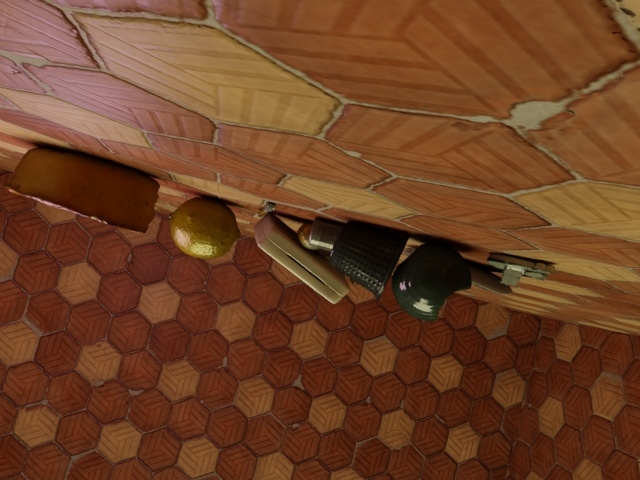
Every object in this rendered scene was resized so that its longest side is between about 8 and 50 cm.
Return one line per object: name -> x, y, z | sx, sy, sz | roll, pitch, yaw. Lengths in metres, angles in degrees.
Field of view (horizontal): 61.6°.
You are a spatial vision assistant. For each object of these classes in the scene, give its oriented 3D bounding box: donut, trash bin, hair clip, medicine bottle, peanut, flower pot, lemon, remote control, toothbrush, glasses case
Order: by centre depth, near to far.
hair clip -> 0.455, 0.070, 1.244 | 0.140, 0.054, 0.220 | 18, 174, 17
flower pot -> 0.264, 0.097, 1.292 | 0.157, 0.189, 0.243 | 49, -179, 10
trash bin -> 0.110, 0.036, 1.317 | 0.161, 0.175, 0.175 | 25, 177, 7
medicine bottle -> 0.042, -0.007, 1.440 | 0.140, 0.079, 0.079 | 14, 176, -1
toothbrush -> -0.158, -0.085, 1.518 | 0.024, 0.021, 0.288 | 27, 173, -11
donut -> -0.668, -0.152, 1.527 | 0.377, 0.163, 0.435 | 20, 176, -36
remote control -> 0.393, 0.080, 1.529 | 0.313, 0.055, 0.109 | 22, -179, -8
peanut -> 0.000, 0.000, 1.629 | 0.087, 0.087, 0.206 | 12, 174, 31
glasses case -> -0.055, 0.056, 1.647 | 0.336, 0.076, 0.144 | 40, -169, -25
lemon -> -0.362, -0.039, 1.670 | 0.231, 0.192, 0.192 | 16, 176, -2

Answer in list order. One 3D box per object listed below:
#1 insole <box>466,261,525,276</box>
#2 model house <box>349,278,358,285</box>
insole -> 0.474, 0.078, 1.527 | 0.109, 0.007, 0.322 | 19, 174, -30
model house -> 0.101, 0.069, 1.771 | 0.119, 0.149, 0.148 | 19, 172, -36
